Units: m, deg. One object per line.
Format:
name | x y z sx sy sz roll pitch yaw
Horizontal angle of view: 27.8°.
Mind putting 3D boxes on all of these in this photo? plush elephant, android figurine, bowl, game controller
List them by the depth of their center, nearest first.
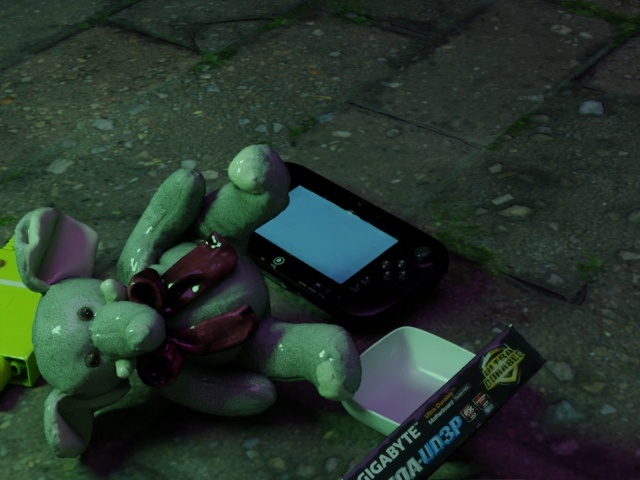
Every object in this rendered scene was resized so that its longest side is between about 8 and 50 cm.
plush elephant | -0.174 0.076 1.306 0.330 0.272 0.255 -12 8 41
bowl | 0.102 0.164 1.354 0.142 0.053 0.142 24 40 31
android figurine | -0.371 0.082 1.473 0.248 0.056 0.273 9 38 14
game controller | 0.000 0.000 1.579 0.166 0.067 0.319 -29 43 -35

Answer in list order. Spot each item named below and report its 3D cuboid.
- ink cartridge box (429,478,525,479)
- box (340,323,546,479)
ink cartridge box | 0.142 0.281 1.150 0.092 0.090 0.143 1 34 1
box | 0.093 0.185 1.173 0.220 0.175 0.051 -40 79 -22
